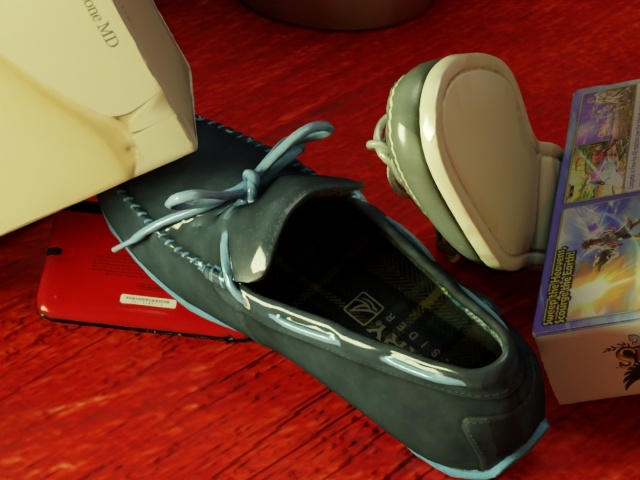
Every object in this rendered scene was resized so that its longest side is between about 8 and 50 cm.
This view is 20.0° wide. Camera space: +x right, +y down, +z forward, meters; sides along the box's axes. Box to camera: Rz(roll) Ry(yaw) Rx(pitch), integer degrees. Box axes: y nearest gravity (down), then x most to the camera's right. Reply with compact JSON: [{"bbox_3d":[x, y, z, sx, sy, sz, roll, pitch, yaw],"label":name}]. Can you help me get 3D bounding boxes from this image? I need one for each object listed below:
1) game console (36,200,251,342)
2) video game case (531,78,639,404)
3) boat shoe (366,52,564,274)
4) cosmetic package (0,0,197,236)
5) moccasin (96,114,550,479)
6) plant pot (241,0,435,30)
[{"bbox_3d":[-0.102,0.018,1.190,0.144,0.085,0.124,6,63,4],"label":"game console"},{"bbox_3d":[0.267,-0.022,1.107,0.244,0.061,0.269,-9,34,21],"label":"video game case"},{"bbox_3d":[0.080,-0.036,1.102,0.099,0.116,0.319,1,-8,18],"label":"boat shoe"},{"bbox_3d":[-0.245,-0.078,1.080,0.309,0.160,0.113,-23,32,9],"label":"cosmetic package"},{"bbox_3d":[0.000,0.000,1.071,0.342,0.117,0.138,30,64,25],"label":"moccasin"},{"bbox_3d":[0.017,-0.343,1.528,0.323,0.280,0.323,4,32,-2],"label":"plant pot"}]
